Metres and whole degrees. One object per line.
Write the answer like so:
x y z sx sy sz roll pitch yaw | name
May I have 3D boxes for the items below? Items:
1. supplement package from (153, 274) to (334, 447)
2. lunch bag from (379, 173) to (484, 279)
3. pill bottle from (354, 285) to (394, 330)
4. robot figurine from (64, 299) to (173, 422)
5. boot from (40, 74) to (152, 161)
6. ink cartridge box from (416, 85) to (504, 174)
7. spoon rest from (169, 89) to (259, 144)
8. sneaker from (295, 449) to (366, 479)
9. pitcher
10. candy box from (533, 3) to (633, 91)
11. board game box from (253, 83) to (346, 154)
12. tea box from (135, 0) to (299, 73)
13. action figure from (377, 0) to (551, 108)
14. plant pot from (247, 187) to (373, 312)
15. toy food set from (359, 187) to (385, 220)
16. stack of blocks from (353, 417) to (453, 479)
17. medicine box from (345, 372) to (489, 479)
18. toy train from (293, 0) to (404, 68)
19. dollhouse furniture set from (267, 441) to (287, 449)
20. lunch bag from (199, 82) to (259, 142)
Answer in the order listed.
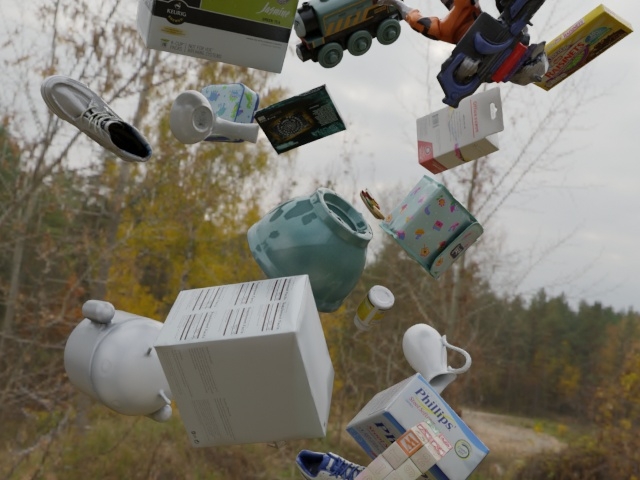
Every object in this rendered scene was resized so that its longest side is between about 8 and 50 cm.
-0.103 0.177 1.086 0.203 0.194 0.149 -8 28 11 | supplement package
0.347 -0.027 2.216 0.262 0.223 0.160 43 2 -26 | lunch bag
0.123 0.164 1.752 0.065 0.065 0.116 10 -42 -20 | pill bottle
-0.415 0.256 1.573 0.200 0.299 0.354 -38 24 -29 | robot figurine
-0.466 -0.258 1.569 0.258 0.095 0.123 37 -10 -30 | boot
0.300 -0.226 1.529 0.198 0.115 0.067 -19 -31 37 | ink cartridge box
-0.285 -0.305 1.928 0.084 0.137 0.276 14 4 41 | spoon rest
0.055 0.634 1.972 0.297 0.111 0.131 -4 -47 38 | sneaker
0.349 0.343 2.230 0.178 0.207 0.125 -34 -45 13 | pitcher
0.498 -0.375 1.459 0.105 0.027 0.206 16 -36 -35 | candy box
-0.047 -0.283 1.745 0.186 0.026 0.126 -17 -48 17 | board game box
-0.233 -0.598 1.724 0.329 0.323 0.220 6 27 -24 | tea box
0.316 -0.431 1.371 0.341 0.330 0.178 -43 -4 26 | action figure
0.000 0.000 1.762 0.293 0.293 0.196 16 -56 -48 | plant pot
0.115 -0.082 1.651 0.020 0.082 0.083 -35 13 12 | toy food set
0.142 0.530 1.638 0.087 0.297 0.171 49 13 18 | stack of blocks
0.244 0.516 1.927 0.263 0.149 0.289 47 -29 4 | medicine box
0.078 -0.601 1.992 0.334 0.142 0.190 -24 -43 -8 | toy train
-0.219 0.385 2.081 0.356 0.303 0.174 2 28 46 | dollhouse furniture set
-0.295 -0.383 2.248 0.219 0.175 0.090 7 -13 41 | lunch bag
